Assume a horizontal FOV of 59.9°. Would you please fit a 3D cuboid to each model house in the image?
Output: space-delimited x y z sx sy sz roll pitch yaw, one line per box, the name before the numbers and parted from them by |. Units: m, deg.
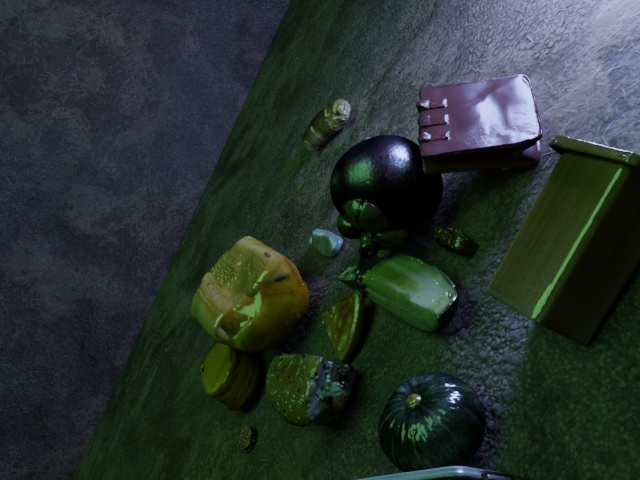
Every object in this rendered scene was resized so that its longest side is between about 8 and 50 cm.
model house | 0.110 0.087 1.558 0.100 0.088 0.100 -29 38 44

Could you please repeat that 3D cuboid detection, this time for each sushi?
sushi | 0.317 -0.001 1.324 0.055 0.052 0.120 -62 28 -1

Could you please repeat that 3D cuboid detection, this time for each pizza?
pizza | 0.067 0.221 1.542 0.193 0.053 0.201 24 97 61

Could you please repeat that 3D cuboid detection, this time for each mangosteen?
mangosteen | 0.171 -0.118 1.435 0.300 0.300 0.300 -40 35 35

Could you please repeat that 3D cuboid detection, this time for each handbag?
handbag | 0.367 -0.278 1.315 0.276 0.084 0.260 -6 52 13

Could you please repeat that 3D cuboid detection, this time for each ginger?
ginger | 0.023 -0.458 2.186 0.109 0.116 0.263 -31 -9 -48

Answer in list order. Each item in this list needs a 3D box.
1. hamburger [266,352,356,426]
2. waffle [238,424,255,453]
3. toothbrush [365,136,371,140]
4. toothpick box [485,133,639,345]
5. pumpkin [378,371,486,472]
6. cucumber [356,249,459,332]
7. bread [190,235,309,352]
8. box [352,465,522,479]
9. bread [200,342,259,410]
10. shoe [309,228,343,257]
hamburger | -0.032 0.388 1.437 0.288 0.168 0.192 -14 52 54
waffle | -0.226 0.612 1.712 0.075 0.029 0.083 -51 32 25
toothbrush | 0.215 -0.312 1.804 0.030 0.030 0.304 -60 28 4
toothpick box | 0.450 0.004 0.971 0.308 0.187 0.190 -62 28 7
pumpkin | 0.214 0.354 1.071 0.212 0.152 0.211 -28 15 8
cucumber | 0.226 0.129 1.316 0.145 0.105 0.325 -38 24 -13
bread | -0.214 0.205 1.824 0.361 0.250 0.394 -50 31 -9
box | 0.195 0.491 0.946 0.294 0.193 0.167 -33 45 43
bread | -0.298 0.443 1.862 0.195 0.143 0.269 -53 25 5
shoe | 0.000 0.000 1.835 0.079 0.078 0.195 -62 24 -2
